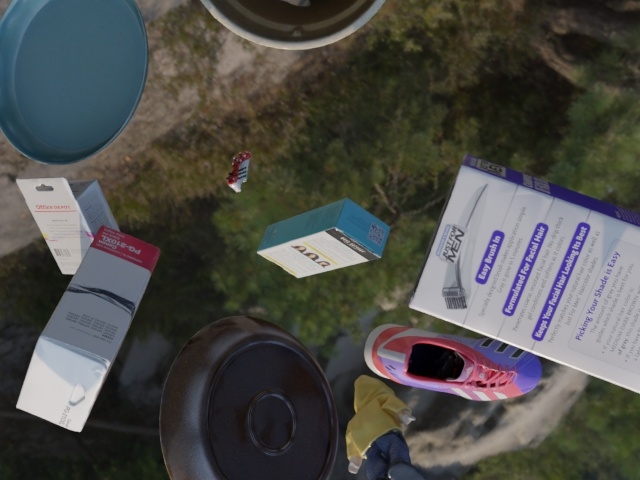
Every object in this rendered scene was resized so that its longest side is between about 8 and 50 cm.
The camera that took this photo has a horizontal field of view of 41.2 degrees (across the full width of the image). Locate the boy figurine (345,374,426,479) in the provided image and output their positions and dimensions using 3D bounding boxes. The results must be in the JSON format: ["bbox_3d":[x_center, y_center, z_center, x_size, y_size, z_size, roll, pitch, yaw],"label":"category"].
[{"bbox_3d":[0.111,0.373,1.640,0.092,0.285,0.177,32,109,-23],"label":"boy figurine"}]

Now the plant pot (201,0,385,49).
[{"bbox_3d":[-0.030,-0.495,1.367,0.333,0.334,0.305,-60,-174,20],"label":"plant pot"}]

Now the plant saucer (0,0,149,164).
[{"bbox_3d":[-0.394,-0.275,1.345,0.317,0.318,0.044,-55,159,13],"label":"plant saucer"}]

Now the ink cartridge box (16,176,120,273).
[{"bbox_3d":[-0.383,-0.035,1.326,0.061,0.104,0.181,-59,141,-47],"label":"ink cartridge box"}]

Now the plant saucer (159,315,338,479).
[{"bbox_3d":[-0.078,0.253,1.175,0.311,0.310,0.050,-5,170,-45],"label":"plant saucer"}]

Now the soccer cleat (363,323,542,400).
[{"bbox_3d":[0.227,0.198,1.318,0.318,0.116,0.108,13,90,-23],"label":"soccer cleat"}]

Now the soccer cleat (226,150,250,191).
[{"bbox_3d":[-0.138,-0.121,1.473,0.035,0.029,0.083,56,39,-39],"label":"soccer cleat"}]

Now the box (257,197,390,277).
[{"bbox_3d":[0.000,0.000,1.445,0.101,0.244,0.060,33,63,-26],"label":"box"}]

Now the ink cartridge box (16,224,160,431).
[{"bbox_3d":[-0.328,0.123,1.216,0.100,0.237,0.172,23,129,-9],"label":"ink cartridge box"}]

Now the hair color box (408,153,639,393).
[{"bbox_3d":[0.295,0.043,1.000,0.110,0.339,0.185,-52,161,-71],"label":"hair color box"}]
